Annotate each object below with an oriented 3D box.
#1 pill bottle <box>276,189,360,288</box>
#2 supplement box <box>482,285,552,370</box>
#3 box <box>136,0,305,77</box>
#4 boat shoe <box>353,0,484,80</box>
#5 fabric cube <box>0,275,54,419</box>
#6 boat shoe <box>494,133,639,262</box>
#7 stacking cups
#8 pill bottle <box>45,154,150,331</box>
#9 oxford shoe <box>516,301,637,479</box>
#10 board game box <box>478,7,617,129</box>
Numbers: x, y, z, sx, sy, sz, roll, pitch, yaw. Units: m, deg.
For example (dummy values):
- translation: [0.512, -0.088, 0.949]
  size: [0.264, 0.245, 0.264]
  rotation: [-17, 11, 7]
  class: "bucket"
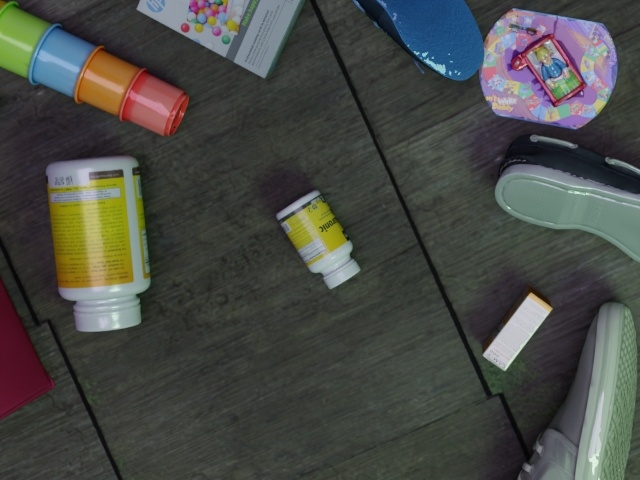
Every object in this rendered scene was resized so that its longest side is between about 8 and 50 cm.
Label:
- translation: [0.000, 0.000, 1.552]
  size: [0.065, 0.065, 0.116]
  rotation: [-32, 92, 10]
  class: "pill bottle"
- translation: [0.242, 0.108, 1.532]
  size: [0.036, 0.062, 0.098]
  rotation: [36, 99, 2]
  class: "supplement box"
- translation: [-0.116, -0.309, 1.531]
  size: [0.186, 0.038, 0.145]
  rotation: [30, 114, 4]
  class: "box"
- translation: [0.098, -0.300, 1.493]
  size: [0.109, 0.089, 0.258]
  rotation: [-43, 102, -2]
  class: "boat shoe"
- translation: [-0.528, 0.149, 1.540]
  size: [0.259, 0.258, 0.254]
  rotation: [-25, 91, 10]
  class: "fabric cube"
- translation: [0.362, -0.049, 1.480]
  size: [0.302, 0.091, 0.114]
  rotation: [22, 142, 0]
  class: "boat shoe"
- translation: [-0.322, -0.218, 1.555]
  size: [0.316, 0.096, 0.096]
  rotation: [26, 99, 4]
  class: "stacking cups"
- translation: [-0.278, 0.003, 1.562]
  size: [0.117, 0.117, 0.215]
  rotation: [-4, 95, 8]
  class: "pill bottle"
- translation: [0.297, 0.291, 1.506]
  size: [0.130, 0.169, 0.450]
  rotation: [13, 99, 28]
  class: "oxford shoe"
- translation: [0.277, -0.209, 1.509]
  size: [0.168, 0.033, 0.133]
  rotation: [11, 97, 7]
  class: "board game box"
